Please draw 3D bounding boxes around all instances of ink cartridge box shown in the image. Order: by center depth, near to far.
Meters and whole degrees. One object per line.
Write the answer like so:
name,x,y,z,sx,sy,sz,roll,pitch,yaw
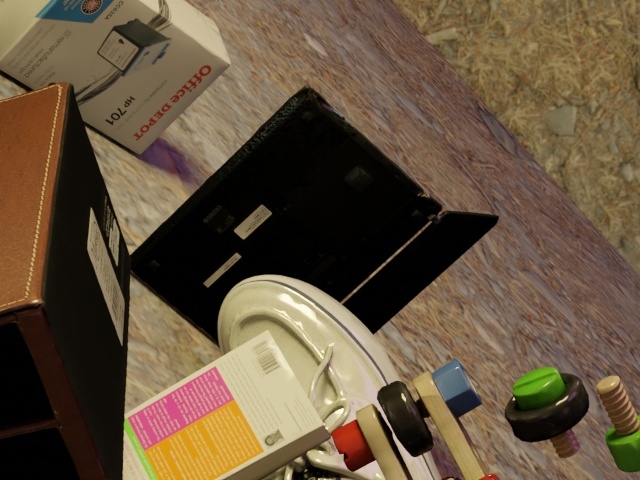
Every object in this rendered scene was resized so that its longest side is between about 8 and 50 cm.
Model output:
ink cartridge box,-0.204,-0.190,1.658,0.191,0.139,0.082,33,22,-38

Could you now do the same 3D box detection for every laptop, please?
laptop,0.000,0.000,1.570,0.264,0.234,0.136,41,18,-18

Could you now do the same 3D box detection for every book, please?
book,-0.078,0.138,1.248,0.096,0.144,0.035,58,-4,35

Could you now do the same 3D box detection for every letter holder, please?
letter holder,-0.245,0.050,1.093,0.302,0.215,0.152,-99,174,-61

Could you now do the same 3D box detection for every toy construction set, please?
toy construction set,0.082,0.255,1.203,0.237,0.309,0.257,62,-19,-16

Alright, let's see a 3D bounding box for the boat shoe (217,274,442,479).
boat shoe,0.003,0.190,1.377,0.367,0.136,0.156,62,24,13
